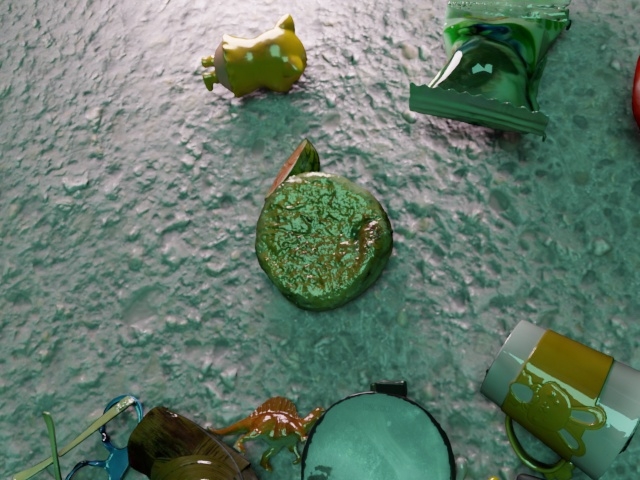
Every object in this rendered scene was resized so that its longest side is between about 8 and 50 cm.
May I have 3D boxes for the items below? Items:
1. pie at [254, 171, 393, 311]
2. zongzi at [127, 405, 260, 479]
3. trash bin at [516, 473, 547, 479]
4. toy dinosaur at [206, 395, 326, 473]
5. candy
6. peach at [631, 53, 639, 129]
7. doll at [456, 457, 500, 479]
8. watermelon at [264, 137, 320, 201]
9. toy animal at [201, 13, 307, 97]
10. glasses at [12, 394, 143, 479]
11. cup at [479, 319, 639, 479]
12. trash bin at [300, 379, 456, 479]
[{"bbox_3d":[0.000,0.000,1.160,0.277,0.078,0.276,-3,75,12],"label":"pie"},{"bbox_3d":[-0.231,0.377,0.964,0.286,0.300,0.138,33,80,19],"label":"zongzi"},{"bbox_3d":[0.401,0.431,0.889,0.237,0.176,0.101,13,74,12],"label":"trash bin"},{"bbox_3d":[-0.092,0.334,1.084,0.212,0.057,0.142,26,67,17],"label":"toy dinosaur"},{"bbox_3d":[0.345,-0.372,1.180,0.263,0.172,0.397,15,63,12],"label":"candy"},{"bbox_3d":[0.684,-0.251,1.053,0.258,0.201,0.361,2,85,-20],"label":"peach"},{"bbox_3d":[0.250,0.426,0.981,0.113,0.071,0.135,-25,74,20],"label":"doll"},{"bbox_3d":[-0.042,-0.135,1.238,0.069,0.087,0.163,35,82,-18],"label":"watermelon"},{"bbox_3d":[-0.147,-0.389,1.292,0.230,0.156,0.155,-13,70,10],"label":"toy animal"},{"bbox_3d":[-0.450,0.379,1.094,0.102,0.207,0.239,13,69,53],"label":"glasses"},{"bbox_3d":[0.380,0.268,0.963,0.226,0.185,0.241,32,111,24],"label":"cup"},{"bbox_3d":[0.098,0.339,0.913,0.203,0.301,0.251,0,75,11],"label":"trash bin"}]
